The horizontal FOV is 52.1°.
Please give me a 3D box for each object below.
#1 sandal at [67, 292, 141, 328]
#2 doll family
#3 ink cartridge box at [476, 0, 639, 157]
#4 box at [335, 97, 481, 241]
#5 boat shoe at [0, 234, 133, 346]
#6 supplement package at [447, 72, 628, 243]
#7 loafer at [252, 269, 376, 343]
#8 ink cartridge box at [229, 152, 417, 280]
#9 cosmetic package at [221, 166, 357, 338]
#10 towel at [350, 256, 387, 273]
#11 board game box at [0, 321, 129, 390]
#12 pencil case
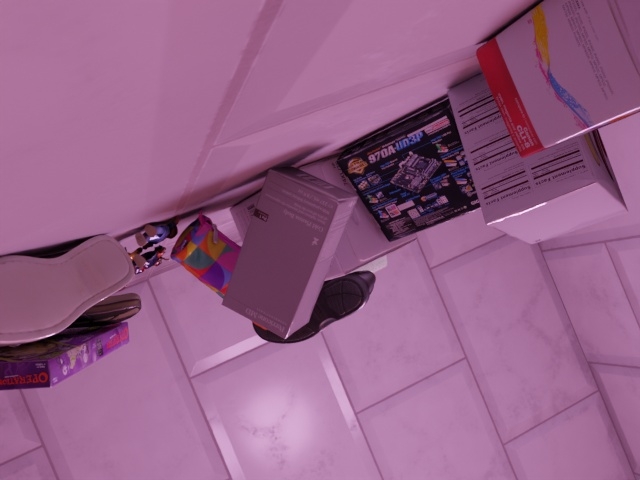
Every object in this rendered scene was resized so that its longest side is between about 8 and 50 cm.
[{"bbox_3d":[-0.472,0.112,1.162,0.303,0.086,0.120,-2,160,-40],"label":"sandal"},{"bbox_3d":[-0.304,0.026,1.082,0.193,0.075,0.111,-25,175,11],"label":"doll family"},{"bbox_3d":[0.265,-0.175,0.619,0.128,0.127,0.176,-22,179,-21],"label":"ink cartridge box"},{"bbox_3d":[0.161,-0.108,1.058,0.220,0.175,0.051,-23,-159,36],"label":"box"},{"bbox_3d":[-0.358,0.071,0.830,0.091,0.109,0.305,-28,-178,21],"label":"boat shoe"},{"bbox_3d":[0.305,-0.124,0.915,0.149,0.203,0.194,-23,160,31],"label":"supplement package"},{"bbox_3d":[-0.009,0.125,1.242,0.268,0.096,0.084,-24,-175,32],"label":"loafer"},{"bbox_3d":[0.000,-0.032,1.241,0.197,0.198,0.270,-22,-179,-36],"label":"ink cartridge box"},{"bbox_3d":[-0.049,0.016,1.019,0.127,0.237,0.107,24,-165,15],"label":"cosmetic package"},{"bbox_3d":[0.059,-0.016,1.764,0.248,0.324,0.038,-23,-145,-16],"label":"towel"},{"bbox_3d":[-0.484,0.193,1.118,0.208,0.056,0.347,-8,-179,3],"label":"board game box"},{"bbox_3d":[-0.152,0.055,1.149,0.104,0.236,0.104,-41,-158,20],"label":"pencil case"}]
